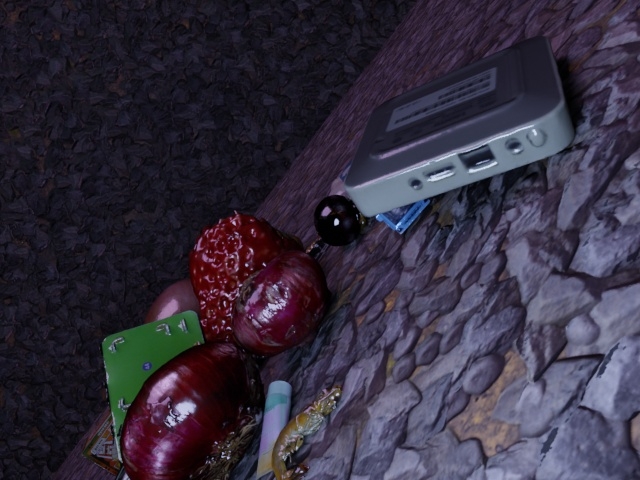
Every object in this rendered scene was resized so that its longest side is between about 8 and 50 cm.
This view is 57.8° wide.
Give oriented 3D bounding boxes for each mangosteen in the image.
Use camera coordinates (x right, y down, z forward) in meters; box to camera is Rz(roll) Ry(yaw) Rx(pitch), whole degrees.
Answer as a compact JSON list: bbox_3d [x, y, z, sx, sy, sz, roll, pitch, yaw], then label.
[{"bbox_3d":[0.058,-0.055,1.429,0.151,0.137,0.137,-18,14,-3],"label":"mangosteen"}]

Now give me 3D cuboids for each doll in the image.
[{"bbox_3d":[0.074,-0.119,1.569,0.149,0.095,0.192,-42,15,16],"label":"doll"}]

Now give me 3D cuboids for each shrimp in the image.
[{"bbox_3d":[-0.023,0.310,0.912,0.178,0.034,0.124,-46,20,17],"label":"shrimp"}]

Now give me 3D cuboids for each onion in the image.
[{"bbox_3d":[-0.240,0.320,1.081,0.314,0.232,0.314,-46,-24,-27],"label":"onion"},{"bbox_3d":[-0.082,0.142,1.224,0.246,0.190,0.246,-46,-6,-6],"label":"onion"}]

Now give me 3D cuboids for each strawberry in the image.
[{"bbox_3d":[-0.180,0.125,1.469,0.317,0.295,0.345,73,-162,-64],"label":"strawberry"}]

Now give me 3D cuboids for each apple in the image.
[{"bbox_3d":[-0.376,0.264,1.718,0.235,0.306,0.305,19,70,51],"label":"apple"}]

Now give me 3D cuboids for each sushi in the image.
[{"bbox_3d":[0.000,0.000,1.646,0.201,0.031,0.139,-54,14,-8],"label":"sushi"}]

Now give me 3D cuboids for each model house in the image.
[{"bbox_3d":[-0.346,0.411,1.395,0.243,0.312,0.357,-20,50,-12],"label":"model house"}]

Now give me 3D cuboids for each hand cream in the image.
[{"bbox_3d":[-0.080,0.335,1.041,0.076,0.047,0.174,-41,26,31],"label":"hand cream"}]

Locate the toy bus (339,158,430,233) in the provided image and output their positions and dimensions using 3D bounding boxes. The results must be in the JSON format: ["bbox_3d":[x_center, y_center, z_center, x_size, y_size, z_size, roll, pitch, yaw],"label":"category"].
[{"bbox_3d":[0.133,-0.113,1.268,0.106,0.131,0.297,-49,14,7],"label":"toy bus"}]

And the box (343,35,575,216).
[{"bbox_3d":[0.235,-0.212,1.020,0.367,0.090,0.373,-20,27,27],"label":"box"}]

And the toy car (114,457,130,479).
[{"bbox_3d":[-0.486,0.585,1.581,0.136,0.125,0.305,-39,18,44],"label":"toy car"}]

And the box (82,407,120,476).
[{"bbox_3d":[-0.600,0.602,1.800,0.195,0.177,0.148,-54,14,-7],"label":"box"}]

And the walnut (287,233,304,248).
[{"bbox_3d":[-0.103,0.036,1.768,0.124,0.105,0.105,-42,8,-24],"label":"walnut"}]
